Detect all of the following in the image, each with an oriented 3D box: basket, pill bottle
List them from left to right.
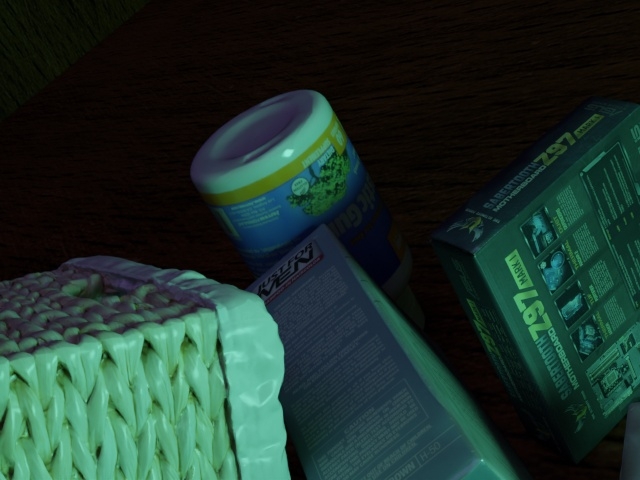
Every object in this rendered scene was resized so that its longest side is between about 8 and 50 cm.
[{"bbox_3d":[-0.206,0.195,0.743,0.266,0.331,0.328,-8,9,-31],"label":"basket"},{"bbox_3d":[0.000,0.000,1.026,0.152,0.272,0.152,-25,27,14],"label":"pill bottle"}]

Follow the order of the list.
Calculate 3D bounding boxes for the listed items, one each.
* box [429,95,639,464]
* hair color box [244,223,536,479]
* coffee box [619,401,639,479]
[{"bbox_3d":[0.206,0.033,0.805,0.183,0.232,0.059,-41,31,-17],"label":"box"},{"bbox_3d":[0.063,0.147,0.798,0.113,0.185,0.374,-40,27,5],"label":"hair color box"},{"bbox_3d":[0.241,0.200,0.514,0.168,0.119,0.297,-13,20,27],"label":"coffee box"}]
